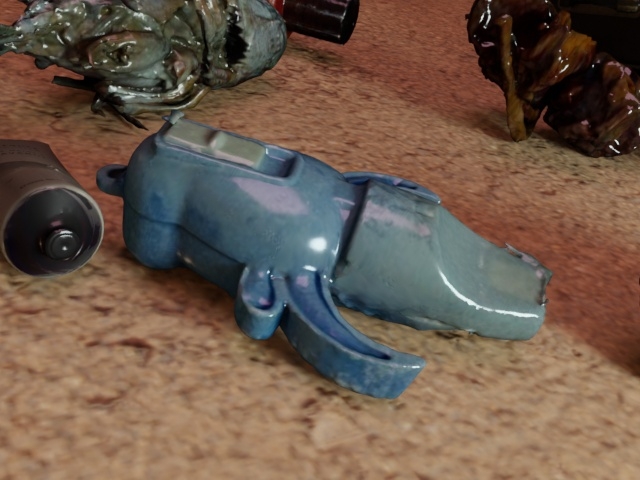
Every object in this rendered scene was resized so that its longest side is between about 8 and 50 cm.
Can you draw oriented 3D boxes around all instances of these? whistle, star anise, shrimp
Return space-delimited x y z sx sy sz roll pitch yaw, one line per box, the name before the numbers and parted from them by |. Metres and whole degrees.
whistle | 0.000 0.000 0.447 0.269 0.093 0.180 20 35 0
star anise | 0.228 -0.157 0.773 0.220 0.126 0.190 32 25 -13
shrimp | -0.137 -0.191 0.641 0.137 0.172 0.372 26 24 13

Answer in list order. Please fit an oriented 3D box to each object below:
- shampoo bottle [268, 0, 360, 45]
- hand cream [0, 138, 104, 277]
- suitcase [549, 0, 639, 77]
shampoo bottle | -0.089 -0.297 0.919 0.278 0.104 0.104 20 29 12
hand cream | -0.182 -0.033 0.466 0.087 0.054 0.186 -4 26 -36
suitcase | 0.422 -0.253 0.876 0.283 0.194 0.434 6 15 -18
